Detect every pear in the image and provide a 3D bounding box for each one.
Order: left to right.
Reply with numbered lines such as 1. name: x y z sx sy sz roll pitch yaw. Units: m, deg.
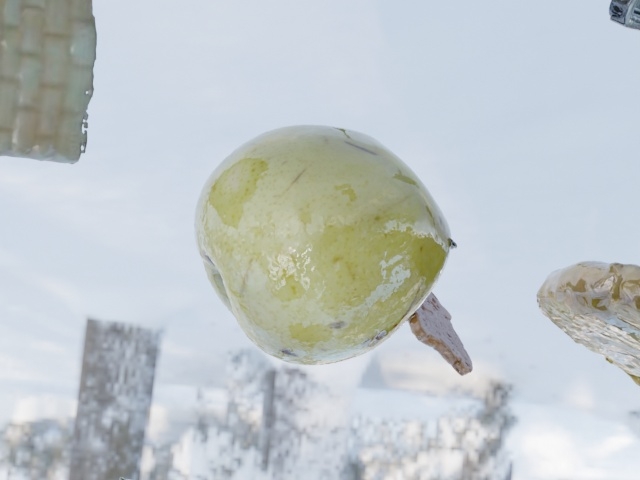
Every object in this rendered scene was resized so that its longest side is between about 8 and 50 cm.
1. pear: 0.000 0.000 1.556 0.309 0.309 0.309 4 168 1

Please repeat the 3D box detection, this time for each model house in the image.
1. model house: -0.521 -0.308 1.530 0.400 0.394 0.445 -2 -167 -27

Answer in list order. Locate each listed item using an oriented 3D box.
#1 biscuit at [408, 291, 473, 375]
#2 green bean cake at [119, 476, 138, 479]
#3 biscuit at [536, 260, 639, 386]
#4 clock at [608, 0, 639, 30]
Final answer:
1. biscuit: 0.174 0.121 2.189 0.043 0.280 0.183 -42 166 16
2. green bean cake: -0.150 0.366 1.125 0.124 0.233 0.236 13 125 -23
3. biscuit: 0.495 0.129 1.636 0.446 0.104 0.429 31 167 -35
4. clock: 0.471 -0.396 1.593 0.049 0.278 0.273 34 -160 25
